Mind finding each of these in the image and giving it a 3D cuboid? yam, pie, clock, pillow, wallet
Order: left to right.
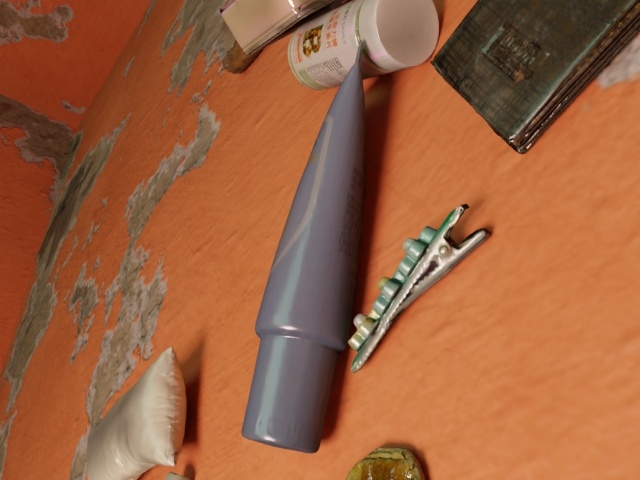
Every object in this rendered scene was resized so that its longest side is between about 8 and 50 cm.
[{"bbox_3d":[-0.245,0.263,0.744,0.254,0.078,0.144,-44,41,35],"label":"pillow"},{"bbox_3d":[-0.095,-0.383,0.976,0.241,0.056,0.057,-37,42,39],"label":"yam"},{"bbox_3d":[-0.017,-0.322,0.713,0.192,0.071,0.147,-40,19,-31],"label":"clock"},{"bbox_3d":[0.046,0.192,0.411,0.084,0.020,0.084,-34,43,40],"label":"pie"},{"bbox_3d":[0.216,-0.228,0.414,0.317,0.044,0.169,-50,36,25],"label":"wallet"}]

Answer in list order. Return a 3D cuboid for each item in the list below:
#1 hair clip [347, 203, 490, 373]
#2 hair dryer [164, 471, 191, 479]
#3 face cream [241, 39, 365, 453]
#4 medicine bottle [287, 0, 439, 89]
[{"bbox_3d":[0.069,0.039,0.465,0.173,0.049,0.049,-54,33,21],"label":"hair clip"},{"bbox_3d":[-0.203,0.360,0.664,0.199,0.067,0.167,-35,32,62],"label":"hair dryer"},{"bbox_3d":[0.000,0.000,0.546,0.135,0.086,0.385,102,179,-69],"label":"face cream"},{"bbox_3d":[0.041,-0.225,0.637,0.183,0.086,0.086,9,77,58],"label":"medicine bottle"}]
